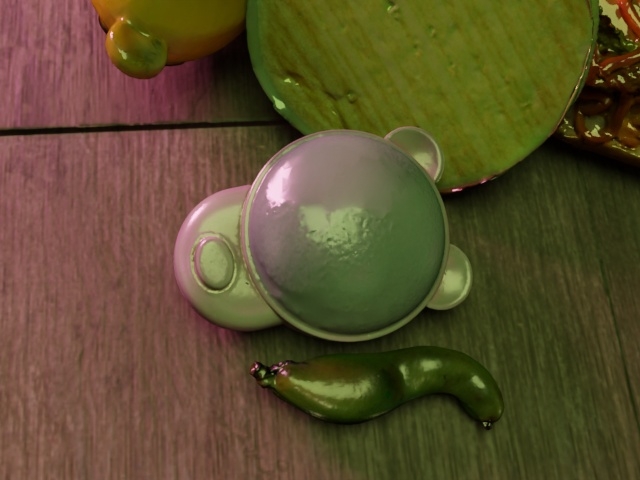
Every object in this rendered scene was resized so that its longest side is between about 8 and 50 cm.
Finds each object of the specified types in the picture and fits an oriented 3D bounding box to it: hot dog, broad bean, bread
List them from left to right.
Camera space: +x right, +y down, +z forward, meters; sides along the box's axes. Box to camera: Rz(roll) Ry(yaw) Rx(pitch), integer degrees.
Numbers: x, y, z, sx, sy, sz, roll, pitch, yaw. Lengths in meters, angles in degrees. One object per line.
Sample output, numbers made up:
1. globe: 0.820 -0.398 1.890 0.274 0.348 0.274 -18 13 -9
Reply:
1. broad bean: 0.047 0.119 0.749 0.213 0.048 0.070 5 65 -6
2. bread: 0.083 -0.181 0.774 0.301 0.301 0.045 20 30 4
3. hot dog: 0.221 -0.171 0.825 0.349 0.158 0.117 21 25 5

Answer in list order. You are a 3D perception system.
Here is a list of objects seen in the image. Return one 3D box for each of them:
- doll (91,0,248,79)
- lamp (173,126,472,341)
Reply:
1. doll: -0.129 -0.370 0.857 0.423 0.161 0.348 -43 101 -37
2. lamp: -0.001 0.000 0.753 0.246 0.108 0.179 -12 81 -7
